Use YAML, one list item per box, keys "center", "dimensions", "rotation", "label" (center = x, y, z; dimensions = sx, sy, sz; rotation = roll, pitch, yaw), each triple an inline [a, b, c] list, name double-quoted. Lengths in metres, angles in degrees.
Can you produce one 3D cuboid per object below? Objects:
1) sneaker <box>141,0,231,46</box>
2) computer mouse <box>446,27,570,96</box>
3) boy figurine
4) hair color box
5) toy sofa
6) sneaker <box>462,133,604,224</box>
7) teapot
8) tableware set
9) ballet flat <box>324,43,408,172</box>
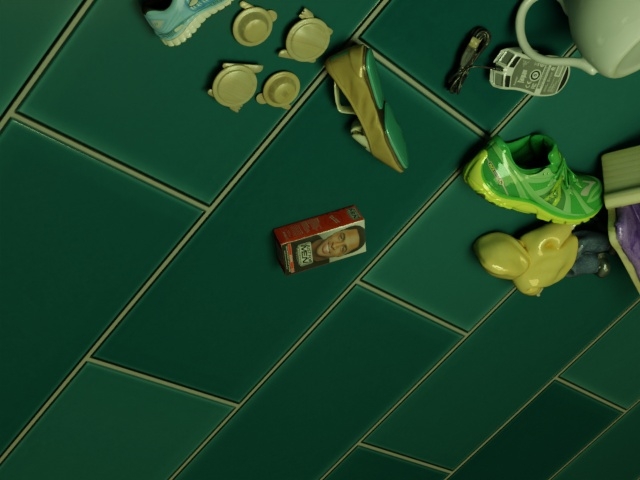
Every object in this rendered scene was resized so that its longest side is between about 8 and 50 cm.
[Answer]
- center: [-0.151, -0.310, 1.096]
  dimensions: [0.162, 0.063, 0.073]
  rotation: [-41, 130, 11]
  label: "sneaker"
- center: [0.289, -0.261, 1.371]
  dimensions: [0.193, 0.042, 0.106]
  rotation: [5, 121, -23]
  label: "computer mouse"
- center: [0.404, 0.033, 1.644]
  dimensions: [0.285, 0.092, 0.177]
  rotation: [-5, 130, -22]
  label: "boy figurine"
- center: [0.000, 0.000, 1.450]
  dimensions: [0.141, 0.043, 0.072]
  rotation: [-18, 133, -12]
  label: "hair color box"
- center: [0.628, -0.008, 1.620]
  dimensions: [0.150, 0.177, 0.362]
  rotation: [-13, 143, 27]
  label: "toy sofa"
- center: [0.377, -0.105, 1.498]
  dimensions: [0.296, 0.109, 0.123]
  rotation: [8, 124, -33]
  label: "sneaker"
- center: [0.437, -0.362, 1.264]
  dimensions: [0.256, 0.187, 0.252]
  rotation: [-27, 165, -26]
  label: "teapot"
- center: [-0.069, -0.244, 1.223]
  dimensions: [0.141, 0.020, 0.168]
  rotation: [8, 123, -34]
  label: "tableware set"
- center: [0.067, -0.188, 1.316]
  dimensions: [0.073, 0.080, 0.232]
  rotation: [-8, 135, 18]
  label: "ballet flat"
